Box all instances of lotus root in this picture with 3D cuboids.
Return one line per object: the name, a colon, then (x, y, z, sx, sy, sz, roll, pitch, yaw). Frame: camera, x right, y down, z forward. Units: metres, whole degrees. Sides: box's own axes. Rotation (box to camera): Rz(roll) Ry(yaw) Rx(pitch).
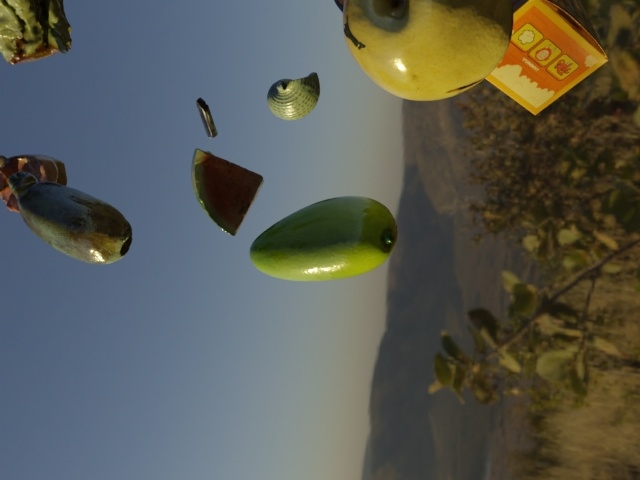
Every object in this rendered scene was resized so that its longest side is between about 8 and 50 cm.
lotus root: (-0.570, -0.048, 1.833, 0.158, 0.322, 0.139, 74, -139, -76)

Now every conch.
conch: (-0.080, -0.436, 2.533, 0.200, 0.172, 0.131, -83, -19, -75)

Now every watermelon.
watermelon: (-0.251, -0.146, 2.174, 0.176, 0.260, 0.256, -47, 29, 33)

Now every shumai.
shumai: (-0.837, -0.666, 2.322, 0.397, 0.324, 0.323, -77, -23, -63)

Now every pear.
pear: (0.188, -0.402, 1.479, 0.309, 0.309, 0.309, 8, -90, -85)

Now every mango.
mango: (0.000, 0.000, 1.773, 0.192, 0.343, 0.156, -72, -33, -51)

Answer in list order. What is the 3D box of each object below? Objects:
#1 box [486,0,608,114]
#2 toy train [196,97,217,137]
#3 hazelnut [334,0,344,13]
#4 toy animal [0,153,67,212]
box: (0.430, -0.476, 1.765, 0.214, 0.260, 0.283, -39, 41, 35)
toy train: (-0.205, -0.221, 1.489, 0.017, 0.017, 0.083, -51, -34, -30)
hazelnut: (0.129, -0.537, 1.731, 0.208, 0.208, 0.208, 8, -90, -85)
toy animal: (-0.786, -0.164, 2.261, 0.169, 0.195, 0.281, -42, 4, -2)
